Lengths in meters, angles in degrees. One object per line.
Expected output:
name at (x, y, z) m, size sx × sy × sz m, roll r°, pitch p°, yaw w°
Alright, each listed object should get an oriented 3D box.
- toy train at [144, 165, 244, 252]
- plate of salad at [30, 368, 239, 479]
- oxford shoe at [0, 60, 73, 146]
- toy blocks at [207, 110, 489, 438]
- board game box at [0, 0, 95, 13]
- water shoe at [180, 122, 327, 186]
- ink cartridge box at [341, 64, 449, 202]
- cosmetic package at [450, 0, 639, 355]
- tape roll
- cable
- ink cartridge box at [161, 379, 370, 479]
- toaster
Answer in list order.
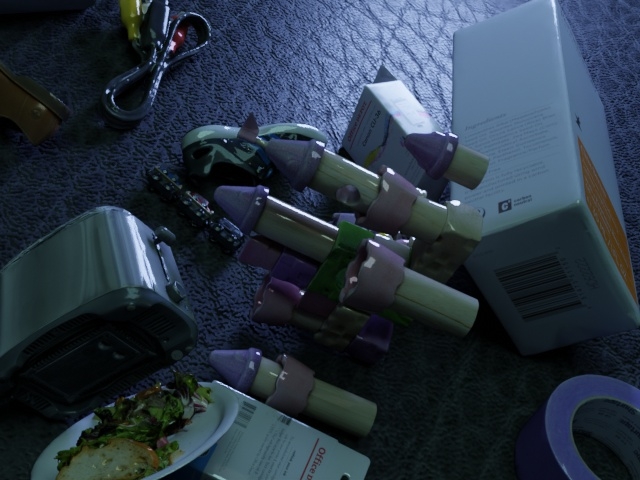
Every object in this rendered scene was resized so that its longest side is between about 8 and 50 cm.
toy train at (-0.156, -0.042, 1.178) m, size 0.158 × 0.027 × 0.036 m, roll 39°, pitch 42°, yaw 14°
plate of salad at (-0.174, 0.173, 0.873) m, size 0.200 × 0.048 × 0.200 m, roll -16°, pitch 16°, yaw 5°
oxford shoe at (-0.410, -0.187, 1.181) m, size 0.212 × 0.076 × 0.076 m, roll 34°, pitch 83°, yaw 23°
toy blocks at (0.000, 0.000, 1.017) m, size 0.260 × 0.288 × 0.309 m, roll 24°, pitch 47°, yaw -9°
board game box at (-0.453, -0.476, 1.326) m, size 0.224 × 0.097 × 0.303 m, roll -14°, pitch 81°, yaw -34°
water shoe at (-0.085, -0.107, 1.255) m, size 0.203 × 0.073 × 0.080 m, roll -4°, pitch 72°, yaw -22°
ink cartridge box at (0.099, -0.141, 1.321) m, size 0.067 × 0.115 × 0.198 m, roll -14°, pitch 55°, yaw -33°
cosmetic package at (0.291, -0.101, 1.262) m, size 0.230 × 0.162 × 0.453 m, roll 53°, pitch 30°, yaw -35°
tape roll at (0.322, 0.251, 1.071) m, size 0.189 × 0.080 × 0.189 m, roll 13°, pitch 44°, yaw -13°
cable at (-0.238, -0.251, 1.342) m, size 0.139 × 0.072 × 0.287 m, roll 24°, pitch 53°, yaw -26°
ink cartridge box at (-0.053, 0.229, 0.940) m, size 0.180 × 0.060 × 0.104 m, roll 27°, pitch 43°, yaw 3°
toaster at (-0.234, 0.072, 0.933) m, size 0.129 × 0.227 × 0.146 m, roll 45°, pitch 20°, yaw -45°
